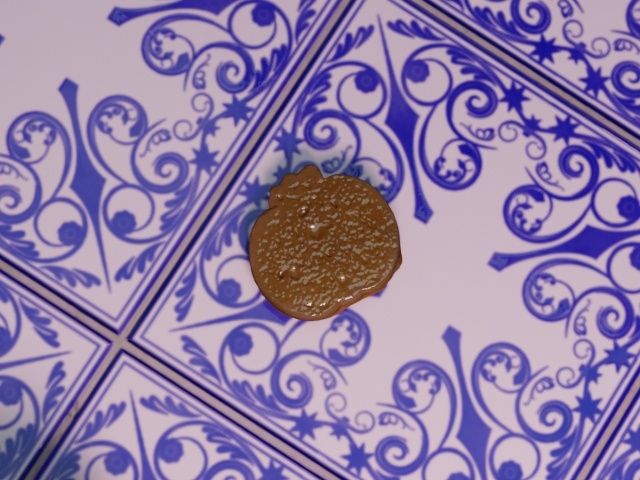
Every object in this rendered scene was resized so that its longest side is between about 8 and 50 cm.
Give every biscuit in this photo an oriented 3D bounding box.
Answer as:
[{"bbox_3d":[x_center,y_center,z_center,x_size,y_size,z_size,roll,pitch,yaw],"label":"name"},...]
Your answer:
[{"bbox_3d":[0.000,0.001,1.910,0.170,0.050,0.170,0,76,2],"label":"biscuit"}]
